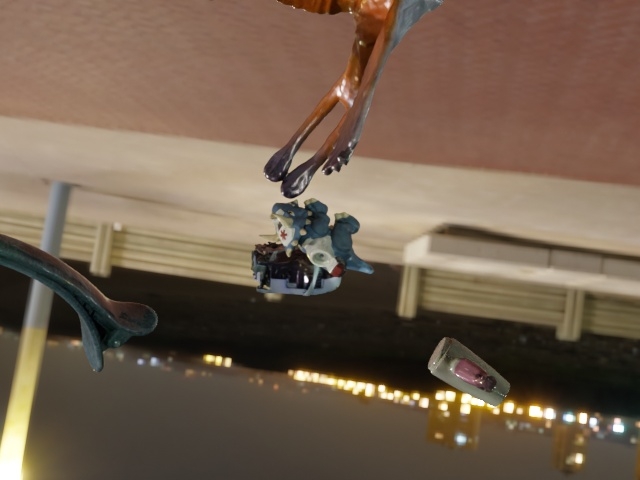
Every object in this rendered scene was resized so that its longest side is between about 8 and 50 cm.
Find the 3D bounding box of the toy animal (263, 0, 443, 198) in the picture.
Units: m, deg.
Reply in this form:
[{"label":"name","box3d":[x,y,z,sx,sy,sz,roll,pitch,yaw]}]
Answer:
[{"label":"toy animal","box3d":[0.055,-0.188,0.994,0.225,0.302,0.284,48,174,16]}]

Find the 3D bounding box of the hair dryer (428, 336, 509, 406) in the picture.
[{"label":"hair dryer","box3d":[0.193,0.172,1.279,0.106,0.054,0.154,33,179,1]}]

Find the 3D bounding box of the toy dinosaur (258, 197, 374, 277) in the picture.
[{"label":"toy dinosaur","box3d":[0.000,0.000,0.719,0.083,0.047,0.030,25,133,-13]}]

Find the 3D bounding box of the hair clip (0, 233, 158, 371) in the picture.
[{"label":"hair clip","box3d":[-0.206,0.032,0.770,0.039,0.070,0.229,53,-179,36]}]

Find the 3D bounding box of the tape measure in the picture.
[{"label":"tape measure","box3d":[-0.025,0.028,1.072,0.094,0.054,0.091,0,-169,-7]}]
